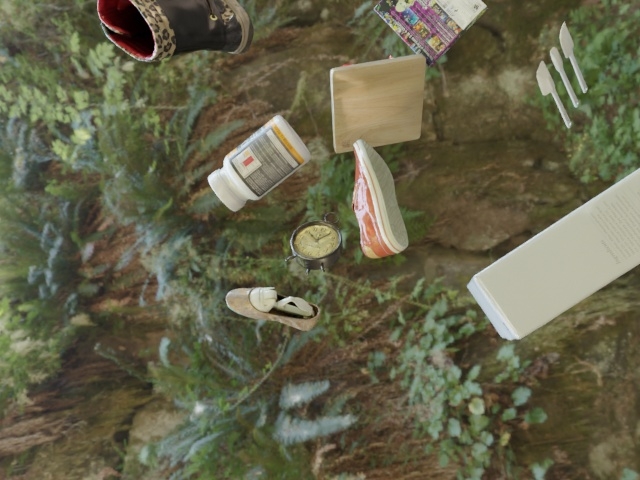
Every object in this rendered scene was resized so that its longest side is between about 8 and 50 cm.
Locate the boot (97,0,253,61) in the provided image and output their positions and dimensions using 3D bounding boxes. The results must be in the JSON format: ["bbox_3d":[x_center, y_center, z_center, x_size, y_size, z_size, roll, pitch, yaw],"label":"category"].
[{"bbox_3d":[-0.364,-0.536,1.267,0.377,0.138,0.284,47,-137,9],"label":"boot"}]

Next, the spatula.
[{"bbox_3d":[0.626,-0.411,1.469,0.242,0.019,0.168,40,-108,-43],"label":"spatula"}]

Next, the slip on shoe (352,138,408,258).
[{"bbox_3d":[0.116,-0.103,1.335,0.123,0.101,0.332,29,-138,-45],"label":"slip on shoe"}]

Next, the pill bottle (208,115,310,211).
[{"bbox_3d":[-0.178,-0.218,1.655,0.162,0.278,0.162,52,-173,-10],"label":"pill bottle"}]

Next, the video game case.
[{"bbox_3d":[0.296,-0.628,1.548,0.232,0.210,0.042,48,-157,7],"label":"video game case"}]

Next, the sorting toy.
[{"bbox_3d":[0.152,-0.395,1.602,0.089,0.256,0.256,-108,9,-45],"label":"sorting toy"}]

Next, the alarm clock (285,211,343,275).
[{"bbox_3d":[0.000,0.000,1.448,0.064,0.129,0.192,79,-147,-51],"label":"alarm clock"}]

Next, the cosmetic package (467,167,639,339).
[{"bbox_3d":[0.560,0.031,1.251,0.162,0.453,0.230,57,-177,13],"label":"cosmetic package"}]

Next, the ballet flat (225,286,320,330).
[{"bbox_3d":[-0.138,0.199,1.803,0.106,0.315,0.108,-46,36,44],"label":"ballet flat"}]
